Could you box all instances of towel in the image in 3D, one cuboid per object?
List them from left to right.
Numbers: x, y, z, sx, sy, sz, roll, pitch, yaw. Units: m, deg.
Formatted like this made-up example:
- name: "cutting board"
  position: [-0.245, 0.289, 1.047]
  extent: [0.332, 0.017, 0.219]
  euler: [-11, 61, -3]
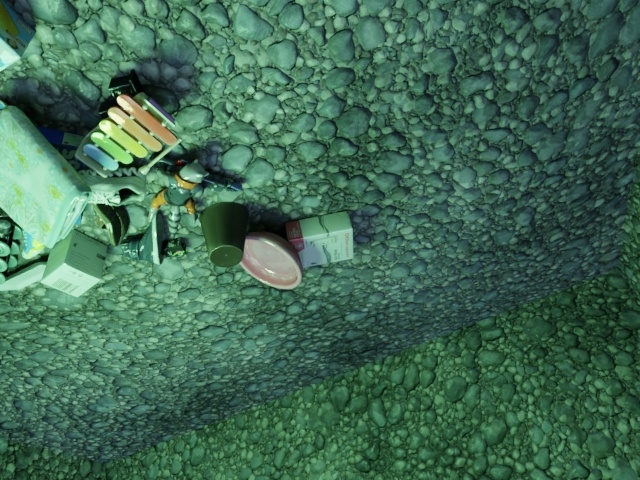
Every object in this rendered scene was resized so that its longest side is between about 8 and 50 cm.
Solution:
- name: "towel"
  position: [-0.885, -0.171, 1.341]
  extent: [0.320, 0.090, 0.374]
  euler: [48, 128, -8]

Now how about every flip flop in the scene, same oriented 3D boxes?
- name: "flip flop"
  position: [-0.797, -0.092, 1.623]
  extent: [0.080, 0.112, 0.277]
  euler: [10, 142, 11]

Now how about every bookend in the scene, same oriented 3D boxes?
- name: "bookend"
  position: [-0.612, -0.418, 1.330]
  extent: [0.156, 0.072, 0.157]
  euler: [-13, 138, -2]

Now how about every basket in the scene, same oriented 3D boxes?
- name: "basket"
  position: [-0.374, -0.019, 1.719]
  extent: [0.204, 0.227, 0.154]
  euler: [-12, 139, -4]

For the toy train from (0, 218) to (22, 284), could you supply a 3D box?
- name: "toy train"
  position: [-1.238, 0.034, 1.608]
  extent: [0.190, 0.142, 0.334]
  euler: [22, 128, -22]

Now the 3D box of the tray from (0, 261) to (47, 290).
- name: "tray"
  position: [-1.189, 0.142, 1.776]
  extent: [0.270, 0.030, 0.145]
  euler: [-23, 171, 10]

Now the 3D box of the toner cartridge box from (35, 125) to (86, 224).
- name: "toner cartridge box"
  position: [-0.890, -0.209, 1.478]
  extent: [0.165, 0.075, 0.348]
  euler: [9, 133, -24]

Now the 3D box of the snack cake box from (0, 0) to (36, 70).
- name: "snack cake box"
  position: [-0.846, -0.562, 1.045]
  extent: [0.089, 0.152, 0.264]
  euler: [-25, 138, 11]

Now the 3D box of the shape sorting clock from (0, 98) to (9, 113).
- name: "shape sorting clock"
  position: [-1.015, -0.358, 1.305]
  extent: [0.206, 0.040, 0.206]
  euler: [-8, 138, -8]

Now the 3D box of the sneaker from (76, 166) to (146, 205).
- name: "sneaker"
  position: [-0.728, -0.167, 1.450]
  extent: [0.292, 0.118, 0.110]
  euler: [-12, 146, -20]

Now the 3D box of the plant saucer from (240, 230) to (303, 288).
- name: "plant saucer"
  position: [-0.216, 0.075, 1.883]
  extent: [0.332, 0.084, 0.332]
  euler: [19, 142, 15]

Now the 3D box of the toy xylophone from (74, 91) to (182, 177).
- name: "toy xylophone"
  position: [-0.571, -0.311, 1.341]
  extent: [0.322, 0.081, 0.236]
  euler: [-36, 135, 22]

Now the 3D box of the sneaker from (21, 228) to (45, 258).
- name: "sneaker"
  position: [-1.069, -0.029, 1.634]
  extent: [0.240, 0.091, 0.126]
  euler: [-31, 118, 19]

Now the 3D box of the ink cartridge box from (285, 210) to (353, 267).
- name: "ink cartridge box"
  position: [0.000, 0.000, 1.928]
  extent: [0.283, 0.117, 0.207]
  euler: [-11, 138, -4]

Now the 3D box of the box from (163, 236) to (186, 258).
- name: "box"
  position: [-0.617, 0.031, 1.836]
  extent: [0.083, 0.052, 0.062]
  euler: [-13, 139, 0]

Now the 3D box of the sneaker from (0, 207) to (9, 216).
- name: "sneaker"
  position: [-1.157, -0.104, 1.492]
  extent: [0.234, 0.106, 0.078]
  euler: [13, 133, -28]

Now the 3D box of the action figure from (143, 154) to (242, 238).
- name: "action figure"
  position: [-0.465, -0.159, 1.585]
  extent: [0.341, 0.178, 0.330]
  euler: [12, 142, -22]

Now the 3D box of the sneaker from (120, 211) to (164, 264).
- name: "sneaker"
  position: [-0.711, -0.016, 1.733]
  extent: [0.163, 0.086, 0.226]
  euler: [11, 114, 0]

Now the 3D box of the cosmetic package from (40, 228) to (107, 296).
- name: "cosmetic package"
  position: [-0.956, 0.090, 1.703]
  extent: [0.151, 0.184, 0.151]
  euler: [-32, 136, 20]
